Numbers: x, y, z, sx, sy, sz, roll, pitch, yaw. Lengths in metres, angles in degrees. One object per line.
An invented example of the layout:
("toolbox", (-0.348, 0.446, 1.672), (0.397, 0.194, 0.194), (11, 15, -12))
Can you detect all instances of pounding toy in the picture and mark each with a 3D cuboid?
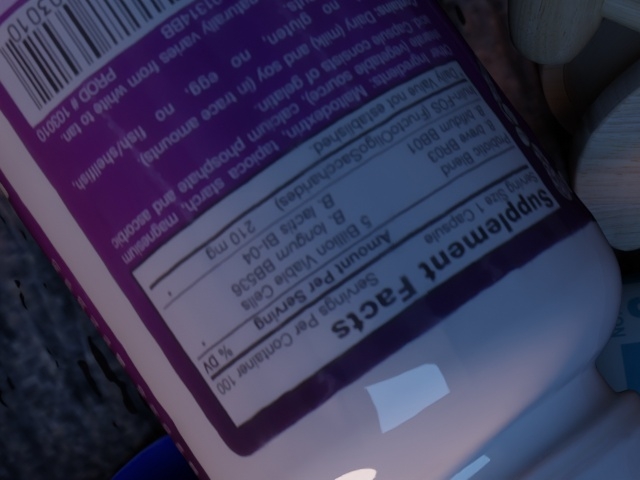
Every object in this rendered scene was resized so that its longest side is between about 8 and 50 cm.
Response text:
("pounding toy", (0.179, -0.043, 0.737), (0.270, 0.155, 0.154), (8, 136, -19))

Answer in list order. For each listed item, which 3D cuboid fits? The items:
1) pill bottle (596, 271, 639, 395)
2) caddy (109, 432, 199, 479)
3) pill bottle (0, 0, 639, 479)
("pill bottle", (0.216, 0.074, 0.793), (0.264, 0.146, 0.146), (-8, 114, 7))
("caddy", (-0.086, 0.238, 0.797), (0.179, 0.241, 0.341), (29, 106, -22))
("pill bottle", (0.000, 0.000, 0.682), (0.169, 0.169, 0.301), (-36, 85, 8))
